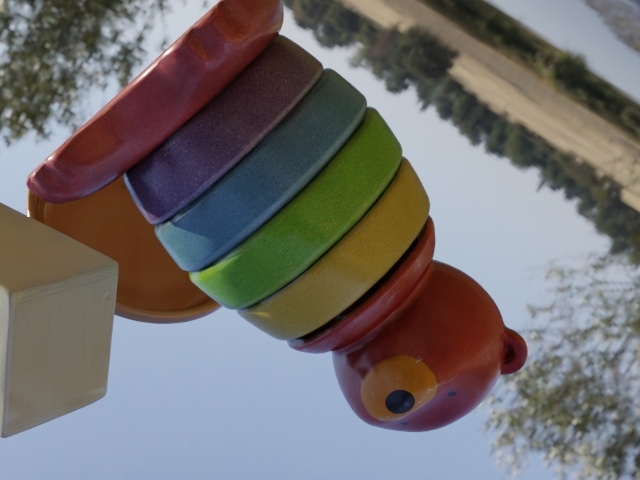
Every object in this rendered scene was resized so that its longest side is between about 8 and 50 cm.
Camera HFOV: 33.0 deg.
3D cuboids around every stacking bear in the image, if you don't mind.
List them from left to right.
[{"bbox_3d":[0.000,0.000,0.658,0.289,0.175,0.164,48,-158,-12],"label":"stacking bear"}]

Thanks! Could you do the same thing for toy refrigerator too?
[{"bbox_3d":[-0.261,0.022,0.741,0.270,0.102,0.094,22,-156,32],"label":"toy refrigerator"}]

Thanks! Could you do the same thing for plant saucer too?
[{"bbox_3d":[-0.156,-0.006,0.932,0.200,0.037,0.200,17,-135,-18],"label":"plant saucer"}]
